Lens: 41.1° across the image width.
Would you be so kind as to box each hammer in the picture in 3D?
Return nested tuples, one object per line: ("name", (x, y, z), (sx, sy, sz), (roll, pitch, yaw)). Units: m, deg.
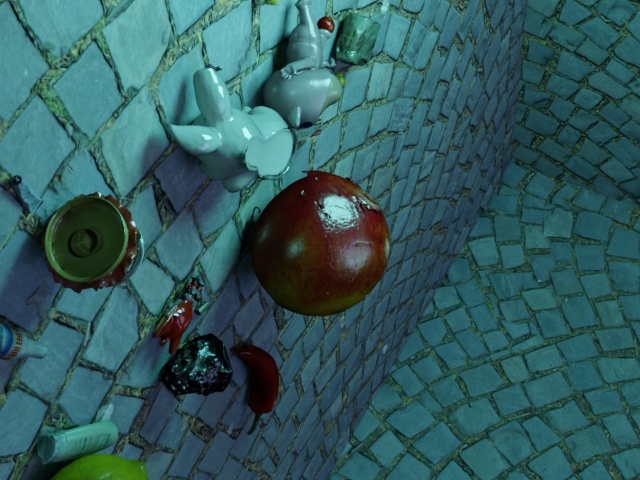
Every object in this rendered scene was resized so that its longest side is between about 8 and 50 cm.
("hammer", (-0.278, 0.125, 1.983), (0.035, 0.019, 0.110), (-46, 148, -42))

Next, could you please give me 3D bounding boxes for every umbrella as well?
("umbrella", (-0.178, -0.019, 2.071), (0.022, 0.022, 0.148), (-30, 148, -63))

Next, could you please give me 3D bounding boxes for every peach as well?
("peach", (0.000, 0.000, 2.068), (0.370, 0.370, 0.370), (-49, 152, -37))

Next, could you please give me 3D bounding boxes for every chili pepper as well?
("chili pepper", (-0.181, 0.393, 2.408), (0.137, 0.092, 0.368), (-30, 135, -27))

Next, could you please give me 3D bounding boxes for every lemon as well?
("lemon", (-0.454, 0.562, 1.713), (0.267, 0.267, 0.267), (-49, 152, -37))

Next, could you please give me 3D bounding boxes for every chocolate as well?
("chocolate", (-0.300, 0.304, 1.963), (0.133, 0.156, 0.156), (-19, 130, -45))

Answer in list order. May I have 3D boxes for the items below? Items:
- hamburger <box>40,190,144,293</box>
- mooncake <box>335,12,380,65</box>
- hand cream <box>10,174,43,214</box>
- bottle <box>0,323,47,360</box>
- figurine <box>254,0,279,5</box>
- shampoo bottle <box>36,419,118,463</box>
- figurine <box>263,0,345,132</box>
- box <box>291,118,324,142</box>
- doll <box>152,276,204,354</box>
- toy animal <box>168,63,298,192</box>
("hamburger", (-0.381, 0.008, 1.458), (0.175, 0.175, 0.137), (-64, 171, -7))
("mooncake", (0.089, -0.498, 2.124), (0.130, 0.073, 0.125), (-6, 121, -63))
("hand cream", (-0.469, -0.076, 1.357), (0.030, 0.019, 0.093), (-59, 164, -23))
("bottle", (-0.526, 0.167, 1.410), (0.060, 0.060, 0.217), (-64, 159, -7))
("figurine", (-0.096, -0.507, 1.728), (0.083, 0.051, 0.047), (-62, 152, -11))
("shampoo bottle", (-0.491, 0.408, 1.737), (0.072, 0.049, 0.212), (-60, 159, 5))
("figurine", (-0.021, -0.376, 1.880), (0.176, 0.186, 0.287), (170, -70, -72))
("box", (-0.067, -0.264, 2.029), (0.218, 0.055, 0.039), (-26, 137, -57))
("doll", (-0.309, 0.163, 1.895), (0.169, 0.057, 0.109), (-57, 154, -19))
("toy animal", (-0.169, -0.210, 1.723), (0.208, 0.154, 0.325), (-68, 154, -12))
